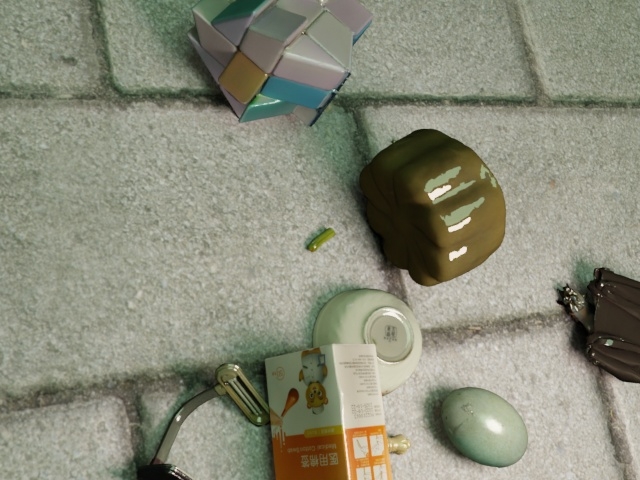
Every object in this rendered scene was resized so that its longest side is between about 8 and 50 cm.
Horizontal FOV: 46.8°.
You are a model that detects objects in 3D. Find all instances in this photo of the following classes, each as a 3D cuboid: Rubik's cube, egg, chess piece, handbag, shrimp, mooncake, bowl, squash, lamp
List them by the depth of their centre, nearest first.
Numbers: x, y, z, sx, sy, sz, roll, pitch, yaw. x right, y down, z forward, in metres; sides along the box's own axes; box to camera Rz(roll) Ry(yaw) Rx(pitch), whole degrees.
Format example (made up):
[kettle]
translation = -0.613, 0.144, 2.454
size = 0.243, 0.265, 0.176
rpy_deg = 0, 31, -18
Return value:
[lamp]
translation = -0.233, 0.424, 1.563
size = 0.203, 0.124, 0.283
rpy_deg = 49, 55, -28
[chess piece]
translation = 0.138, 0.482, 1.736
size = 0.172, 0.060, 0.060
rpy_deg = 7, 72, -28
[Rubik's cube]
translation = -0.089, -0.476, 1.739
size = 0.368, 0.387, 0.358
rpy_deg = 40, 60, -5
[bowl]
translation = 0.131, 0.237, 1.762
size = 0.277, 0.145, 0.277
rpy_deg = 6, 74, -23
[mooncake]
translation = 0.256, -0.073, 1.795
size = 0.201, 0.378, 0.378
rpy_deg = -31, 89, -23
[egg]
translation = 0.399, 0.455, 1.805
size = 0.236, 0.169, 0.169
rpy_deg = 34, 63, -10
[squash]
translation = 0.000, 0.000, 1.835
size = 0.083, 0.027, 0.027
rpy_deg = -38, 92, -29
[handbag]
translation = 0.839, 0.236, 2.057
size = 0.257, 0.113, 0.285
rpy_deg = 24, 71, -26
[shrimp]
translation = 0.806, 0.195, 2.139
size = 0.289, 0.075, 0.178
rpy_deg = 45, 57, -8

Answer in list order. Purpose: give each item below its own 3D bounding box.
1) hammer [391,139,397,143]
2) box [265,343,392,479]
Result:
[hammer]
translation = 0.283, -0.243, 2.053
size = 0.195, 0.028, 0.060
rpy_deg = 11, 77, -19
[box]
translation = 0.016, 0.406, 1.588
size = 0.143, 0.225, 0.341
rpy_deg = 8, 70, -46
